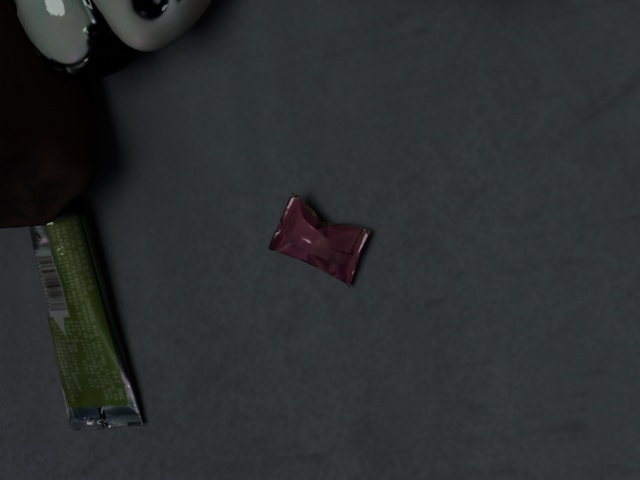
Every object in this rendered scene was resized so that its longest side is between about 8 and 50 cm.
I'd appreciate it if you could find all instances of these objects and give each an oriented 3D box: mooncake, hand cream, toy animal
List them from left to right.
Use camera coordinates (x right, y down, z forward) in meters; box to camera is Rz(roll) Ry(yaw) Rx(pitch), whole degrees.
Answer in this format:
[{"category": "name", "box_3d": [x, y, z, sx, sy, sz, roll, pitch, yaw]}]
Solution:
[{"category": "mooncake", "box_3d": [-0.355, -0.138, 1.438, 0.174, 0.326, 0.334, -23, 108, 28]}, {"category": "hand cream", "box_3d": [-0.232, 0.069, 1.554, 0.086, 0.055, 0.235, -8, 100, 30]}, {"category": "toy animal", "box_3d": [-0.184, -0.241, 1.431, 0.179, 0.138, 0.166, -20, 103, 34]}]

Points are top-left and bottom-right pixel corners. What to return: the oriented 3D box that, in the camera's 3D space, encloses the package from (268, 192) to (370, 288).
[{"category": "package", "box_3d": [0.000, 0.000, 1.427, 0.083, 0.029, 0.059, 27, 112, 13]}]
